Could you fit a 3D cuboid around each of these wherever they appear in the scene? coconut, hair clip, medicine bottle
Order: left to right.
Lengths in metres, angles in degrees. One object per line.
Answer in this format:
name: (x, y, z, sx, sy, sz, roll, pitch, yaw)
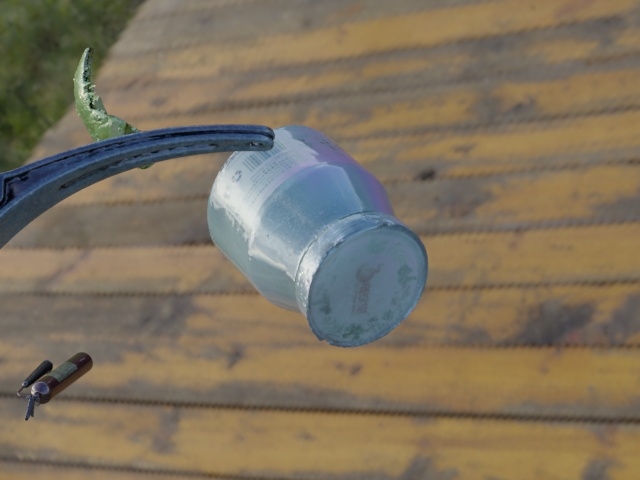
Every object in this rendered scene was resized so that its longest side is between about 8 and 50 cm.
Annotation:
coconut: (-0.236, -0.136, 1.713, 0.055, 0.158, 0.133, -28, 27, 6)
hair clip: (-0.173, -0.063, 1.292, 0.275, 0.048, 0.083, -20, 60, -8)
medicine bottle: (0.000, 0.000, 2.213, 0.245, 0.245, 0.290, -40, 42, -4)

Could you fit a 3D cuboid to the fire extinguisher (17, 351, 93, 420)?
fire extinguisher: (-0.337, 0.172, 1.918, 0.035, 0.049, 0.173, -41, 1, 18)
